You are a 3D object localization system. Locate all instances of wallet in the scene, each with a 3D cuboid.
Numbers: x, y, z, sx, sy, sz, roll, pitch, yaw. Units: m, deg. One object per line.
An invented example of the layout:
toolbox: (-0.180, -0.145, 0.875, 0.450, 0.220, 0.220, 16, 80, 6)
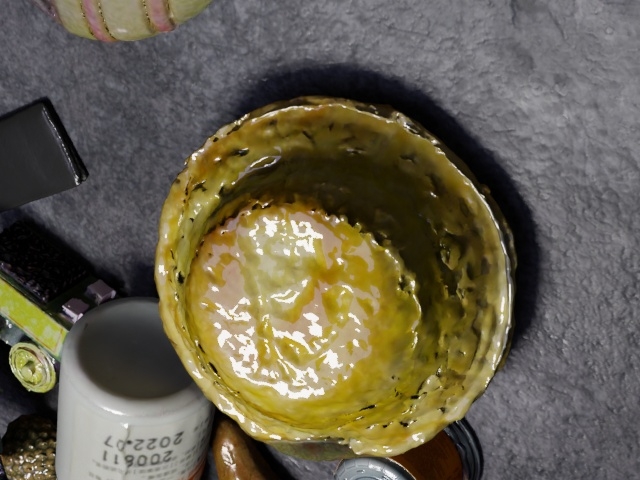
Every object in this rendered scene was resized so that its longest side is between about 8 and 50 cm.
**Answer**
wallet: (-0.437, -0.109, 1.550, 0.244, 0.025, 0.124, -14, 107, 38)

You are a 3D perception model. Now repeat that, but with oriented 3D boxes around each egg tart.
egg tart: (0.000, 0.059, 1.219, 0.443, 0.178, 0.442, 5, 106, 17)

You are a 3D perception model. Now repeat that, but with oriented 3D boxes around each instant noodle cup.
instant noodle cup: (0.097, 0.291, 1.374, 0.178, 0.125, 0.208, 18, 124, 23)

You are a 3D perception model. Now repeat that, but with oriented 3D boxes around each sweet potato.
sweet potato: (-0.064, 0.408, 1.558, 0.354, 0.106, 0.095, 54, 165, -7)

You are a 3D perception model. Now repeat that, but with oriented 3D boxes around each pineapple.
pineapple: (-0.390, 0.371, 1.748, 0.251, 0.125, 0.125, 25, 127, 13)

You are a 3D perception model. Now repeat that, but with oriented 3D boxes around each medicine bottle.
medicine bottle: (-0.258, 0.271, 1.521, 0.211, 0.211, 0.371, 29, 134, 16)

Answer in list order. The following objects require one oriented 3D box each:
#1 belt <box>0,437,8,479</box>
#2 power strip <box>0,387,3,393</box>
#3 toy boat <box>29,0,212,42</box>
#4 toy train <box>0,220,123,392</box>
belt: (-0.554, 0.227, 1.614, 0.324, 0.122, 0.260, 69, 163, -3)
power strip: (-0.582, 0.200, 1.787, 0.175, 0.075, 0.042, 28, 129, 17)
toy boat: (-0.257, -0.328, 1.265, 0.294, 0.111, 0.276, 35, 137, -2)
toy train: (-0.410, 0.096, 1.586, 0.261, 0.134, 0.177, 35, 124, 13)
